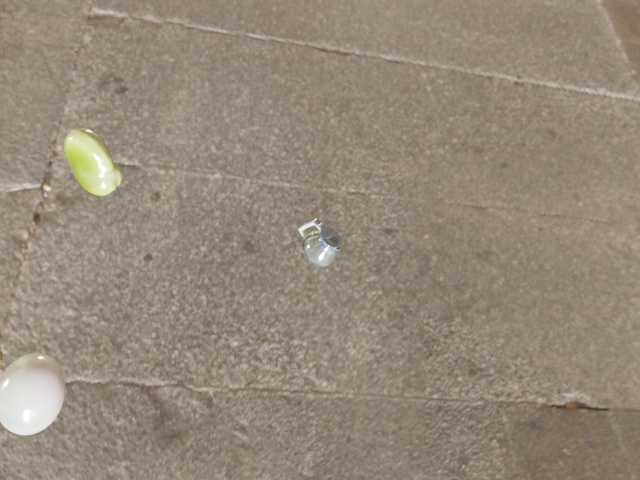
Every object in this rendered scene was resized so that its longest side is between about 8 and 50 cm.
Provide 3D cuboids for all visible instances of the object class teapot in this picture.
[{"bbox_3d":[0.000,0.000,1.138,0.088,0.057,0.066,50,42,5],"label":"teapot"}]

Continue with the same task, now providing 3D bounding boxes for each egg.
[{"bbox_3d":[-0.467,0.247,1.019,0.103,0.135,0.103,14,10,-3],"label":"egg"}]

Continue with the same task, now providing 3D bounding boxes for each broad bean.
[{"bbox_3d":[-0.270,-0.094,0.744,0.063,0.083,0.045,1,39,37],"label":"broad bean"}]

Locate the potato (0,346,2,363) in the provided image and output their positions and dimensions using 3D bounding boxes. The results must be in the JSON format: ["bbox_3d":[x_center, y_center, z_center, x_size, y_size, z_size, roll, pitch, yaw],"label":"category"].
[{"bbox_3d":[-0.752,0.251,1.438,0.046,0.045,0.092,-15,41,-28],"label":"potato"}]
